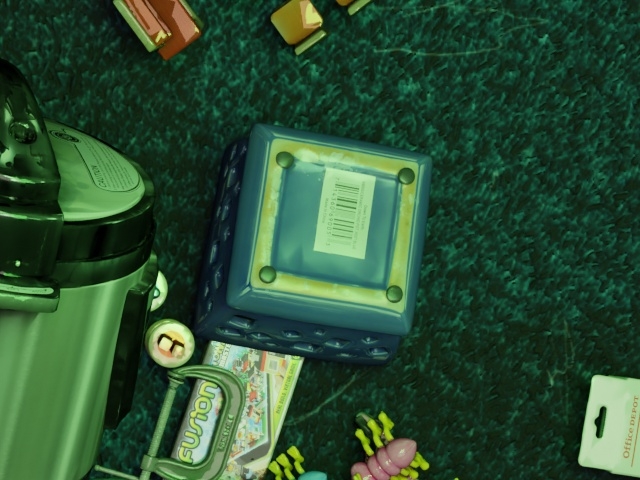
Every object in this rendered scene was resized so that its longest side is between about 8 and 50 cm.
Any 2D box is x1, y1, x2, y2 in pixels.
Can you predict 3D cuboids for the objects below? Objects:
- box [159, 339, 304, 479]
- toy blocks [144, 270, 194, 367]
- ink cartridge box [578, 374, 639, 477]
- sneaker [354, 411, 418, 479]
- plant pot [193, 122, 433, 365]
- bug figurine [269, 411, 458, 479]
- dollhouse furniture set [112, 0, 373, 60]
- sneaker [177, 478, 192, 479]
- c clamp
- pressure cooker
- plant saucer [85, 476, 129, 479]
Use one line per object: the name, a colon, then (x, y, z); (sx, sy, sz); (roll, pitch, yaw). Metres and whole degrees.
box: (-0.100, 0.201, 1.843); (0.114, 0.036, 0.207); (18, 86, -8)
toy blocks: (-0.181, 0.085, 1.776); (0.054, 0.148, 0.123); (-27, 93, -8)
ink cartridge box: (0.398, 0.225, 1.904); (0.198, 0.067, 0.115); (11, 87, -10)
sneaker: (0.067, 0.257, 1.868); (0.057, 0.047, 0.119); (-33, 93, 4)
plant pot: (0.000, 0.000, 1.756); (0.236, 0.212, 0.236); (10, 77, -8)
bug figurine: (0.071, 0.330, 1.830); (0.279, 0.072, 0.216); (45, 106, -5)
dollhouse furniture set: (-0.096, -0.312, 1.771); (0.259, 0.135, 0.262); (-36, 96, 8)
sneaker: (-0.001, 0.348, 1.743); (0.384, 0.147, 0.145); (18, 121, 21)
c clamp: (-0.161, 0.210, 1.804); (0.137, 0.022, 0.161); (23, 86, -7)
pressure cooker: (-0.356, 0.030, 1.587); (0.370, 0.375, 0.420); (23, 110, 20)
plant saucer: (-0.240, 0.430, 1.816); (0.317, 0.044, 0.318); (0, 89, -9)
